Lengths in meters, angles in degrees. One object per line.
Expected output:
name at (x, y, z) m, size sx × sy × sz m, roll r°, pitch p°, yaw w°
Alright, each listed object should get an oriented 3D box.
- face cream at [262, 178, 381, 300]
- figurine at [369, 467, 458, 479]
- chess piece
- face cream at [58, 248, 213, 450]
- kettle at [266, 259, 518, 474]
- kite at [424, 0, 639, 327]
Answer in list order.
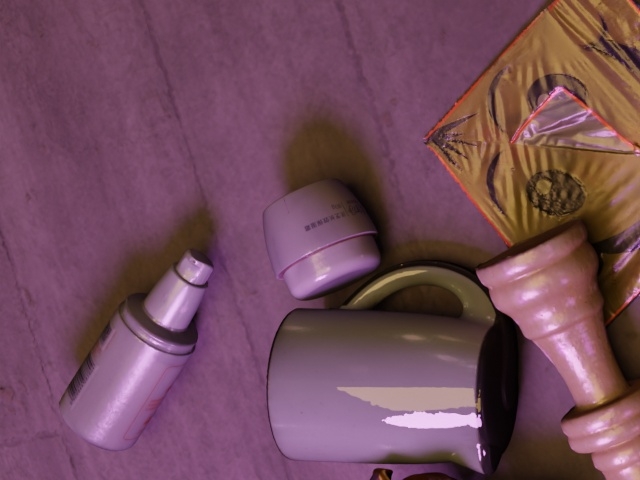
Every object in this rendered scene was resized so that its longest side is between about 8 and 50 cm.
face cream at (0.000, 0.000, 1.814) m, size 0.117 × 0.117 × 0.104 m, roll -29°, pitch 77°, yaw 26°
figurine at (0.146, 0.305, 1.737) m, size 0.263 × 0.189 × 0.142 m, roll 9°, pitch 102°, yaw -15°
chess piece at (0.289, 0.179, 1.717) m, size 0.117 × 0.117 × 0.397 m, roll -25°, pitch 92°, yaw 26°
face cream at (-0.192, 0.113, 1.928) m, size 0.101 × 0.101 × 0.252 m, roll 39°, pitch 112°, yaw 13°
kettle at (0.087, 0.126, 1.786) m, size 0.236 × 0.161 × 0.221 m, roll 1°, pitch 70°, yaw 23°
kite at (0.255, -0.088, 1.739) m, size 0.327 × 0.013 × 0.377 m, roll 7°, pitch 105°, yaw 24°
